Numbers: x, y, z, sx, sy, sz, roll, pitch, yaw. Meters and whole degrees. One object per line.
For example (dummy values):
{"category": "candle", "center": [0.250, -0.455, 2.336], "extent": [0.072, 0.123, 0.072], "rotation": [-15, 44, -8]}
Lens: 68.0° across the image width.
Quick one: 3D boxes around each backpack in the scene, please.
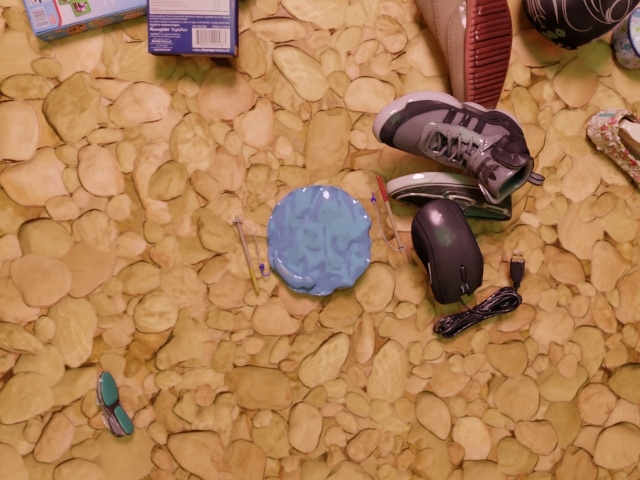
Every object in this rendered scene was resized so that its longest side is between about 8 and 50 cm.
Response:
{"category": "backpack", "center": [0.573, -0.355, 0.810], "extent": [0.114, 0.084, 0.105], "rotation": [-12, 92, -2]}

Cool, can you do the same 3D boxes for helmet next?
{"category": "helmet", "center": [0.406, -0.411, 0.752], "extent": [0.161, 0.169, 0.169], "rotation": [42, 88, -23]}

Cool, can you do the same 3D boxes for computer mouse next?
{"category": "computer mouse", "center": [0.257, 0.042, 0.773], "extent": [0.184, 0.060, 0.262], "rotation": [-21, 115, -6]}

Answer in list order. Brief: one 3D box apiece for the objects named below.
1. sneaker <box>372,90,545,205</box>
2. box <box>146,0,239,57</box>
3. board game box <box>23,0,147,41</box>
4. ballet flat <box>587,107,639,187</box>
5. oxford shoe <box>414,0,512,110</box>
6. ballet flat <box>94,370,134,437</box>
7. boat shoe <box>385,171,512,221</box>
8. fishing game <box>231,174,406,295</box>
{"category": "sneaker", "center": [0.217, -0.137, 0.714], "extent": [0.268, 0.153, 0.101], "rotation": [2, 136, -20]}
{"category": "box", "center": [-0.191, -0.395, 0.709], "extent": [0.136, 0.036, 0.225], "rotation": [2, 103, 2]}
{"category": "board game box", "center": [-0.359, -0.420, 0.738], "extent": [0.211, 0.039, 0.160], "rotation": [-17, 95, -4]}
{"category": "ballet flat", "center": [0.574, -0.146, 0.824], "extent": [0.241, 0.077, 0.091], "rotation": [30, 89, -7]}
{"category": "oxford shoe", "center": [0.227, -0.367, 0.776], "extent": [0.123, 0.130, 0.349], "rotation": [-21, 111, -39]}
{"category": "ballet flat", "center": [-0.347, 0.271, 0.776], "extent": [0.041, 0.041, 0.114], "rotation": [-22, 94, -4]}
{"category": "boat shoe", "center": [0.217, -0.066, 0.786], "extent": [0.219, 0.078, 0.070], "rotation": [2, 76, -7]}
{"category": "fishing game", "center": [0.000, 0.000, 0.796], "extent": [0.264, 0.041, 0.189], "rotation": [-19, 94, 4]}
